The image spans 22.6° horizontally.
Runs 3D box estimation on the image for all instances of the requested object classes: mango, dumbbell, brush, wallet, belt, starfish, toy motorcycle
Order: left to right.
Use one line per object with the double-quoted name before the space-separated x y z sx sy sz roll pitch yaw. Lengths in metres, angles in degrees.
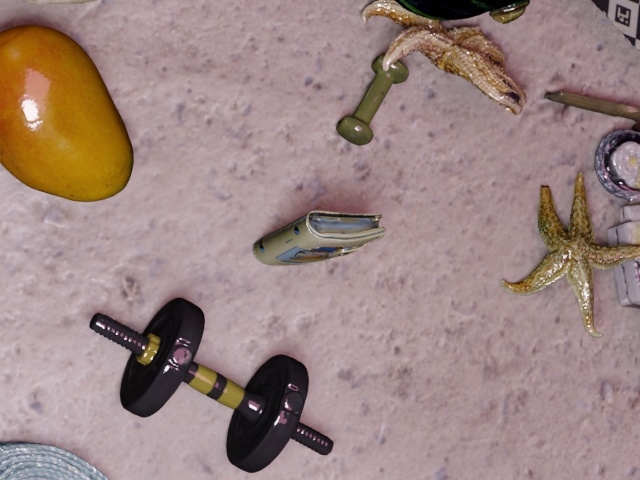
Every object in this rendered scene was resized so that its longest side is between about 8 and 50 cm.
"belt" -0.307 0.295 1.765 0.163 0.082 0.148 4 80 -25
"mango" -0.300 -0.133 1.778 0.151 0.120 0.221 -35 108 -24
"dumbbell" -0.120 0.166 1.825 0.325 0.143 0.143 30 75 -19
"wallet" 0.000 0.000 1.886 0.110 0.155 0.039 0 79 -25
"dumbbell" 0.064 -0.174 1.985 0.046 0.052 0.118 34 74 -15
"starfish" 0.158 -0.234 1.998 0.238 0.216 0.071 33 110 11
"starfish" 0.337 0.017 2.065 0.217 0.050 0.223 -10 74 -2
"brush" 0.414 -0.164 2.150 0.248 0.043 0.036 10 76 -25
"toy motorcycle" 0.491 0.009 2.139 0.223 0.108 0.341 -8 83 -19

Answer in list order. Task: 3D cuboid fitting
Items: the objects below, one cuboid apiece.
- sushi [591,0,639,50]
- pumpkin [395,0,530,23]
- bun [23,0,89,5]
"sushi" 0.417 -0.392 2.166 0.290 0.050 0.264 42 63 -15
"pumpkin" 0.204 -0.380 1.924 0.315 0.315 0.238 -28 102 -24
"bun" -0.297 -0.349 1.787 0.231 0.133 0.231 5 63 -9
